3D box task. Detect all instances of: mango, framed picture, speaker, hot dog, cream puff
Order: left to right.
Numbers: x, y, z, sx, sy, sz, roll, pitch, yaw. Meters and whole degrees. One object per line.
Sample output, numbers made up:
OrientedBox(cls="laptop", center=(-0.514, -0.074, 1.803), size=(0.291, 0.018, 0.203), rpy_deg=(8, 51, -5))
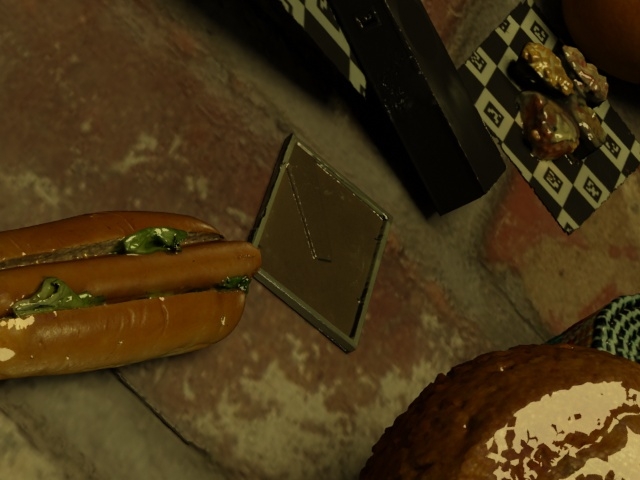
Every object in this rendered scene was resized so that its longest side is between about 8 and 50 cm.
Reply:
OrientedBox(cls="hot dog", center=(-0.135, 0.028, 1.216), size=(0.249, 0.068, 0.100), rpy_deg=(-8, 70, -50))
OrientedBox(cls="framed picture", center=(0.000, 0.000, 1.434), size=(0.109, 0.011, 0.149), rpy_deg=(41, 39, -20))
OrientedBox(cls="speaker", center=(0.075, -0.134, 1.548), size=(0.218, 0.044, 0.082), rpy_deg=(63, 25, -8))
OrientedBox(cls="cream puff", center=(0.157, 0.215, 1.273), size=(0.303, 0.212, 0.303), rpy_deg=(2, 82, -14))
OrientedBox(cls="mango", center=(0.353, -0.227, 1.837), size=(0.255, 0.175, 0.139), rpy_deg=(10, 21, -15))

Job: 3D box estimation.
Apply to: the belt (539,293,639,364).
OrientedBox(cls="belt", center=(0.258, 0.170, 1.473), size=(0.257, 0.150, 0.207), rpy_deg=(42, 40, -15))

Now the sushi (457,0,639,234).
OrientedBox(cls="sushi", center=(0.221, -0.123, 1.746), size=(0.192, 0.040, 0.210), rpy_deg=(53, 37, -4))

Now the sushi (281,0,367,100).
OrientedBox(cls="sushi", center=(-0.080, -0.326, 1.536), size=(0.343, 0.064, 0.359), rpy_deg=(46, 32, -37))
